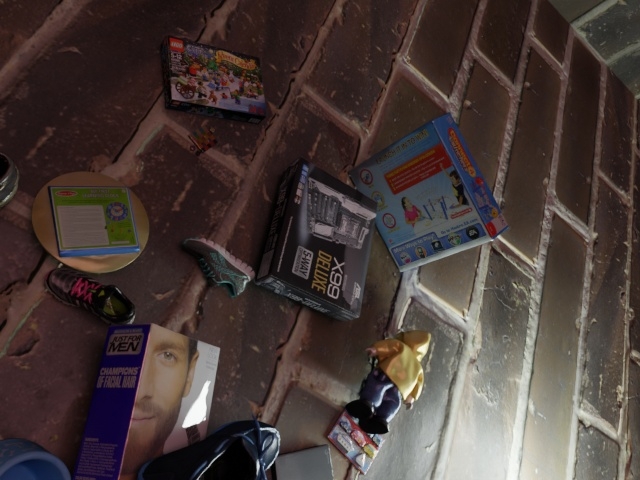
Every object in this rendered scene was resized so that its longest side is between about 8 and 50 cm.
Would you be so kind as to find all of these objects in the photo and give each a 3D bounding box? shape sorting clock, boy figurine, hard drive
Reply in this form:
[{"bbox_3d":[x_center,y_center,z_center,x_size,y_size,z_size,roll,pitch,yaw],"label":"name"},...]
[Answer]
[{"bbox_3d":[-0.421,-0.035,1.040,0.206,0.040,0.206,16,61,-31],"label":"shape sorting clock"},{"bbox_3d":[0.168,0.301,1.306,0.177,0.092,0.285,48,49,-10],"label":"boy figurine"},{"bbox_3d":[-0.035,0.477,1.147,0.135,0.022,0.094,2,73,-36],"label":"hard drive"}]

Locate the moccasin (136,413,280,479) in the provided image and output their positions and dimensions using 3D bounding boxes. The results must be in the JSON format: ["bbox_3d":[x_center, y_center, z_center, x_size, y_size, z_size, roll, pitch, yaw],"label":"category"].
[{"bbox_3d":[-0.150,0.389,0.933,0.342,0.116,0.138,-1,86,-64],"label":"moccasin"}]

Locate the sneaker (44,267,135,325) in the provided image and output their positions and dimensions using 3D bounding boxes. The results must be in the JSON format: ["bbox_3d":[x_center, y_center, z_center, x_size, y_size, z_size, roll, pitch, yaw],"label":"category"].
[{"bbox_3d":[-0.397,0.096,0.989,0.170,0.074,0.063,36,56,-20],"label":"sneaker"}]

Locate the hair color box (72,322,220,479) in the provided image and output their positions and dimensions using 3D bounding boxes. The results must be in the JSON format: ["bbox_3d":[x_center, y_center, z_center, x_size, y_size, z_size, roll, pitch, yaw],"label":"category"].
[{"bbox_3d":[-0.285,0.324,0.929,0.185,0.110,0.339,38,50,-52],"label":"hair color box"}]

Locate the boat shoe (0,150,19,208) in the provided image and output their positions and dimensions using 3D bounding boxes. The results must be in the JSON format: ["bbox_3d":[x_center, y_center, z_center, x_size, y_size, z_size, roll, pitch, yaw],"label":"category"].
[{"bbox_3d":[-0.633,-0.061,0.840,0.355,0.130,0.132,-39,98,-38],"label":"boat shoe"}]

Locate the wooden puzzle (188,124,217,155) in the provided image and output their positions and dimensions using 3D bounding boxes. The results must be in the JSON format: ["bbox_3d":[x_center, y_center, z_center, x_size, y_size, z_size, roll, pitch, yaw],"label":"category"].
[{"bbox_3d":[-0.261,-0.224,1.245,0.049,0.006,0.083,52,52,-9],"label":"wooden puzzle"}]

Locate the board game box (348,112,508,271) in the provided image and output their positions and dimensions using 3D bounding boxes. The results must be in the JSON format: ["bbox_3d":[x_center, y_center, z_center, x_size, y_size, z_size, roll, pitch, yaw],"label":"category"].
[{"bbox_3d":[0.254,-0.106,1.381,0.086,0.308,0.302,-29,92,-40],"label":"board game box"}]

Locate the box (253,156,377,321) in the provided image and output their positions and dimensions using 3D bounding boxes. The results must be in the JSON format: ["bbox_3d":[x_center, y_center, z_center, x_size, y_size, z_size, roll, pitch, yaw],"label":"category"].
[{"bbox_3d":[0.000,0.000,1.279,0.242,0.076,0.308,28,59,-27],"label":"box"}]

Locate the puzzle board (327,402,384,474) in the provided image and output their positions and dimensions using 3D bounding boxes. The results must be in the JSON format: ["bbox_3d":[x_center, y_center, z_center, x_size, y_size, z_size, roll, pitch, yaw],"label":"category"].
[{"bbox_3d":[0.082,0.441,1.252,0.128,0.011,0.096,48,53,-11],"label":"puzzle board"}]

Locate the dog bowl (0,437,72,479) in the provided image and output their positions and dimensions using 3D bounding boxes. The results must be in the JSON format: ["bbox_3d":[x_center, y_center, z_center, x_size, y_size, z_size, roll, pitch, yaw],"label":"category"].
[{"bbox_3d":[-0.451,0.439,0.795,0.166,0.074,0.298,34,55,-47],"label":"dog bowl"}]

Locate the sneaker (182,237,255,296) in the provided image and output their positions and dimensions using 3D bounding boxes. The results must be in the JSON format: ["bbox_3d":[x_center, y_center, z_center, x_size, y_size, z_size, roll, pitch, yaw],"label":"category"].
[{"bbox_3d":[-0.213,0.056,1.147,0.166,0.065,0.076,34,61,-20],"label":"sneaker"}]

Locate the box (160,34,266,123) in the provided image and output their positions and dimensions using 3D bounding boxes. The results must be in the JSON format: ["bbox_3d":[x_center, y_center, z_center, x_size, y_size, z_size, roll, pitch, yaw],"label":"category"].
[{"bbox_3d":[-0.242,-0.363,1.284,0.233,0.044,0.159,2,73,-35],"label":"box"}]
